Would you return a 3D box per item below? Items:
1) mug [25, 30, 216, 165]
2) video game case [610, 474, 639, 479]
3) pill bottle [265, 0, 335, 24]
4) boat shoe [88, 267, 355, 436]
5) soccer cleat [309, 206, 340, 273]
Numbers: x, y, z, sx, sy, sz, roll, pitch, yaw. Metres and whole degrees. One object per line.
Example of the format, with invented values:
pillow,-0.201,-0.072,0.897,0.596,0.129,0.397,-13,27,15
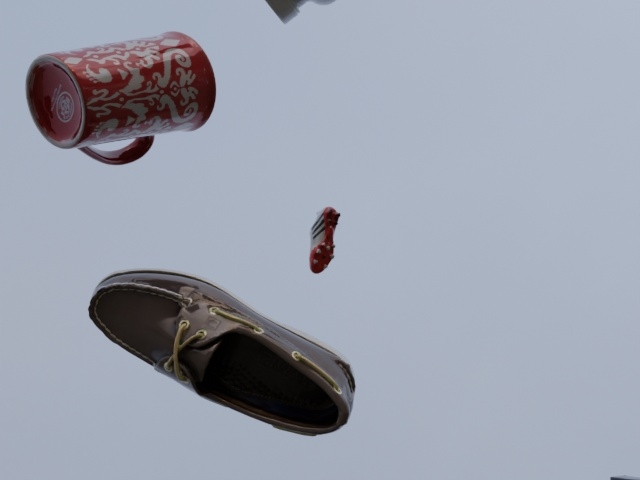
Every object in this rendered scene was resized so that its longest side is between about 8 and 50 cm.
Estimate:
mug,-0.208,-0.140,0.705,0.169,0.113,0.150,-29,-52,-52
video game case,0.474,0.446,0.820,0.035,0.248,0.274,1,-104,-16
pill bottle,0.012,-0.312,0.686,0.184,0.103,0.103,-37,-52,10
boat shoe,-0.113,0.123,0.741,0.325,0.096,0.116,25,-81,-2
soccer cleat,0.000,0.000,0.773,0.029,0.036,0.083,23,-108,-33
